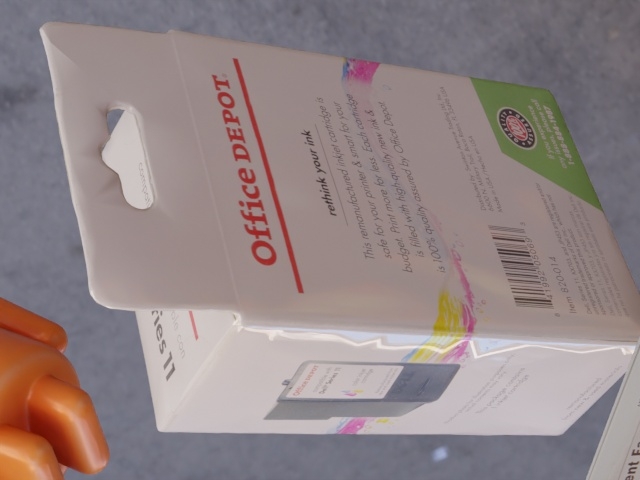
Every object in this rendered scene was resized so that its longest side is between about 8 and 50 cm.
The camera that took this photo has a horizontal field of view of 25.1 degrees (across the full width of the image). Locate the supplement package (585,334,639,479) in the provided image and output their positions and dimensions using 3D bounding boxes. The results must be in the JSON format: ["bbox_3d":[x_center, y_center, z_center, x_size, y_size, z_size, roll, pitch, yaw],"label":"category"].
[{"bbox_3d":[0.283,0.143,0.649,0.262,0.198,0.199,-7,124,34],"label":"supplement package"}]

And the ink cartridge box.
[{"bbox_3d":[0.000,0.000,0.845,0.353,0.207,0.119,6,141,-29],"label":"ink cartridge box"}]

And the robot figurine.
[{"bbox_3d":[-0.247,0.112,0.943,0.128,0.219,0.158,23,84,-63],"label":"robot figurine"}]
